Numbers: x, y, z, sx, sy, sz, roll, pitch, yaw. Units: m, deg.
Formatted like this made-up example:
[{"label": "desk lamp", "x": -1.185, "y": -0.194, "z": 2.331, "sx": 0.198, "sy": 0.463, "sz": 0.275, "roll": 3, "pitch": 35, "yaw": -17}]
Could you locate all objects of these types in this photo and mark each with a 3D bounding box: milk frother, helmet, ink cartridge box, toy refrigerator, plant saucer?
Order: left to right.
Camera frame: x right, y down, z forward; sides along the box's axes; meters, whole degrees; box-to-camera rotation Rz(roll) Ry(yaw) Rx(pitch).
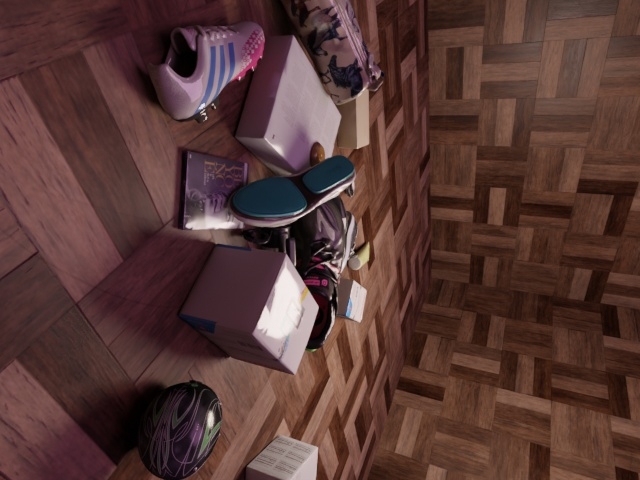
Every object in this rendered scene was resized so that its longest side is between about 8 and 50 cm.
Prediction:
[{"label": "helmet", "x": -0.282, "y": 0.378, "z": 0.848, "sx": 0.161, "sy": 0.169, "sz": 0.170, "roll": -28, "pitch": 124, "yaw": -80}, {"label": "ink cartridge box", "x": -0.155, "y": 0.170, "z": 1.024, "sx": 0.270, "sy": 0.197, "sz": 0.197, "roll": 65, "pitch": 39, "yaw": -51}, {"label": "milk frother", "x": -0.145, "y": 0.029, "z": 1.152, "sx": 0.143, "sy": 0.129, "sz": 0.135, "roll": -4, "pitch": 104, "yaw": -21}, {"label": "plant saucer", "x": -0.005, "y": -0.243, "z": 1.231, "sx": 0.083, "sy": 0.015, "sz": 0.084, "roll": 9, "pitch": 90, "yaw": -66}, {"label": "ink cartridge box", "x": 0.118, "y": 0.253, "z": 1.782, "sx": 0.203, "sy": 0.085, "sz": 0.149, "roll": 43, "pitch": 58, "yaw": -62}, {"label": "toy refrigerator", "x": 0.116, "y": -0.485, "z": 1.565, "sx": 0.102, "sy": 0.094, "sz": 0.270, "roll": -34, "pitch": 127, "yaw": -50}]

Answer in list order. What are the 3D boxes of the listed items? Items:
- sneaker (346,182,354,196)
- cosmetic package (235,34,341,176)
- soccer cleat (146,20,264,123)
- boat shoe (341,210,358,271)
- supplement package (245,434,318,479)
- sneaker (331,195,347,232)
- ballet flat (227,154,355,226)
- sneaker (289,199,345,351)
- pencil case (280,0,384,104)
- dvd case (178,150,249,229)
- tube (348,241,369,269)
[{"label": "sneaker", "x": 0.118, "y": -0.234, "z": 1.713, "sx": 0.044, "sy": 0.040, "sz": 0.109, "roll": -69, "pitch": 161, "yaw": -65}, {"label": "cosmetic package", "x": -0.070, "y": -0.325, "z": 1.191, "sx": 0.377, "sy": 0.097, "sz": 0.285, "roll": 38, "pitch": 61, "yaw": -63}, {"label": "soccer cleat", "x": -0.212, "y": -0.376, "z": 0.837, "sx": 0.143, "sy": 0.115, "sz": 0.332, "roll": 68, "pitch": 37, "yaw": -48}, {"label": "boat shoe", "x": 0.078, "y": 0.037, "z": 1.604, "sx": 0.105, "sy": 0.113, "sz": 0.307, "roll": 49, "pitch": 42, "yaw": -41}, {"label": "supplement package", "x": -0.122, "y": 0.762, "z": 1.323, "sx": 0.203, "sy": 0.149, "sz": 0.195, "roll": -8, "pitch": 104, "yaw": -65}, {"label": "sneaker", "x": 0.000, "y": 0.000, "z": 1.403, "sx": 0.146, "sy": 0.122, "sz": 0.331, "roll": -15, "pitch": 115, "yaw": -59}, {"label": "ballet flat", "x": -0.067, "y": -0.110, "z": 1.121, "sx": 0.400, "sy": 0.139, "sz": 0.139, "roll": -28, "pitch": 125, "yaw": -34}, {"label": "sneaker", "x": -0.005, "y": 0.092, "z": 1.252, "sx": 0.202, "sy": 0.185, "sz": 0.484, "roll": -168, "pitch": -103, "yaw": -83}, {"label": "pencil case", "x": 0.024, "y": -0.578, "z": 1.125, "sx": 0.160, "sy": 0.183, "sz": 0.411, "roll": -52, "pitch": 126, "yaw": -29}, {"label": "dvd case", "x": -0.238, "y": -0.108, "z": 0.977, "sx": 0.221, "sy": 0.018, "sz": 0.165, "roll": -6, "pitch": 102, "yaw": -65}, {"label": "tube", "x": 0.190, "y": 0.074, "z": 1.930, "sx": 0.070, "sy": 0.062, "sz": 0.240, "roll": -47, "pitch": 173, "yaw": 22}]
